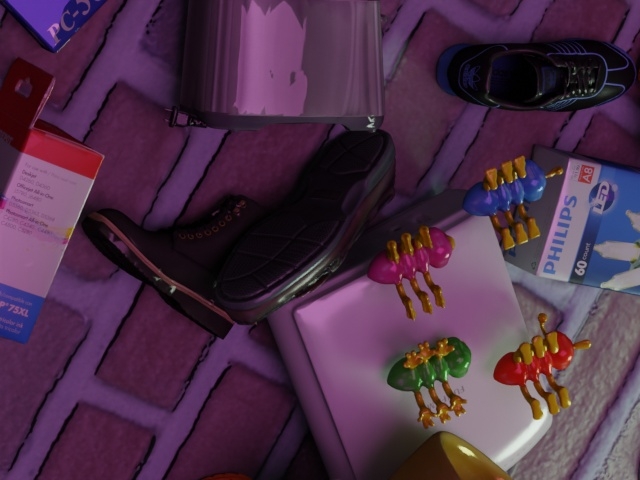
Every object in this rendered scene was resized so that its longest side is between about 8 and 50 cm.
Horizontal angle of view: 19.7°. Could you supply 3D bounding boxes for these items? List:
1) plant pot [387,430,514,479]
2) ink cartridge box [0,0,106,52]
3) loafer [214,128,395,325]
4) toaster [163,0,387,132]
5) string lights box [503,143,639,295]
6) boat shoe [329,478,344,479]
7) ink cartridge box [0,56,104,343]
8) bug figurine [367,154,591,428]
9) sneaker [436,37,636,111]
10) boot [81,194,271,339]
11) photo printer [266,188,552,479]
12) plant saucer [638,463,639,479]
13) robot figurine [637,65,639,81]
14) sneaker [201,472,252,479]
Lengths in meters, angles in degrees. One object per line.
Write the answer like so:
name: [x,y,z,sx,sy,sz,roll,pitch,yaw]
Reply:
plant pot: [0.120,0.356,1.787,0.239,0.254,0.254,-46,119,9]
ink cartridge box: [-0.208,-0.278,1.678,0.207,0.046,0.097,-47,117,-7]
loafer: [0.000,0.000,1.793,0.267,0.096,0.084,-50,136,-33]
toaster: [-0.043,-0.180,1.740,0.227,0.129,0.146,-1,100,-23]
string lights box: [0.337,-0.012,1.996,0.259,0.077,0.133,10,100,-28]
boat shoe: [-0.072,0.365,1.818,0.324,0.097,0.116,-44,147,15]
ink cartridge box: [-0.271,-0.039,1.660,0.078,0.134,0.231,22,94,-28]
bug figurine: [0.154,0.052,1.805,0.216,0.072,0.279,-19,114,-16]
sneaker: [0.239,-0.166,1.899,0.232,0.090,0.081,-4,105,-25]
boot: [-0.127,-0.011,1.781,0.137,0.077,0.198,-56,132,-8]
photo printer: [0.098,0.136,1.901,0.256,0.107,0.308,-27,113,-17]
plant saucer: [0.426,0.263,2.144,0.119,0.021,0.119,-7,107,-25]
robot figurine: [0.436,-0.172,1.973,0.128,0.158,0.219,23,93,-46]
sneaker: [-0.148,0.293,1.835,0.221,0.087,0.083,-20,111,-20]
